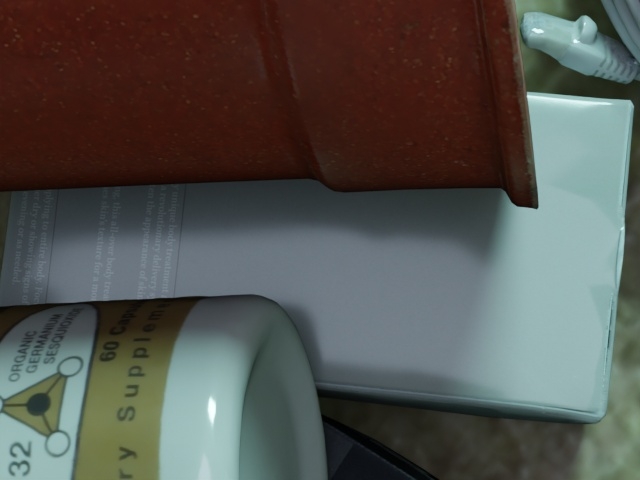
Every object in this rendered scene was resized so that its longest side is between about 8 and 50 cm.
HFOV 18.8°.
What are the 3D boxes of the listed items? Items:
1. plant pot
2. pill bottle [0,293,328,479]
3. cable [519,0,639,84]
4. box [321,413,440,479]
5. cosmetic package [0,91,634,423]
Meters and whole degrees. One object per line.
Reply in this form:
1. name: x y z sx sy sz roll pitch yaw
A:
1. plant pot: -0.077 -0.126 0.628 0.265 0.272 0.272 -8 84 6
2. pill bottle: -0.122 0.089 0.677 0.229 0.131 0.131 -4 84 14
3. cable: 0.227 -0.146 0.742 0.257 0.089 0.257 25 80 -7
4. box: 0.018 0.303 0.688 0.318 0.097 0.395 30 86 30
5. cosmetic package: 0.000 0.000 0.765 0.238 0.107 0.127 8 84 3
